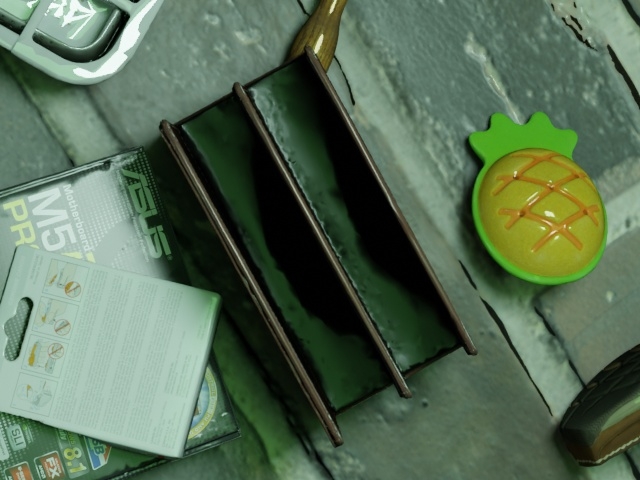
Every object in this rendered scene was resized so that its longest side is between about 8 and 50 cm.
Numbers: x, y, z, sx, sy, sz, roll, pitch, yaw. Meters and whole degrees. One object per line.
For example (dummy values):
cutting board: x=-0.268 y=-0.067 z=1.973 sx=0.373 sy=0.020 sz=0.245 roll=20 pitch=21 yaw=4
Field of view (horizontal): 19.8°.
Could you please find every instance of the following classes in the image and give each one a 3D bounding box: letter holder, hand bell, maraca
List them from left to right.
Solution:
letter holder: x=0.000 y=0.000 z=1.548 sx=0.152 sy=0.214 sz=0.302 roll=-29 pitch=93 yaw=1
hand bell: x=0.020 y=-0.234 z=1.668 sx=0.126 sy=0.126 sz=0.242 roll=21 pitch=91 yaw=-13
maraca: x=0.199 y=-0.041 z=1.693 sx=0.127 sy=0.099 sz=0.186 roll=-1 pitch=60 yaw=-14

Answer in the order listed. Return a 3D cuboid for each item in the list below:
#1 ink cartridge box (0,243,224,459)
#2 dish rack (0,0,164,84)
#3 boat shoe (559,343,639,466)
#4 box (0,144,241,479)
ink cartridge box: x=-0.185 y=0.095 z=1.541 sx=0.179 sy=0.045 sz=0.145 roll=14 pitch=81 yaw=4
dish rack: x=-0.270 y=-0.316 z=1.594 sx=0.333 sy=0.072 sz=0.285 roll=30 pitch=78 yaw=-12
boat shoe: x=0.378 y=0.127 z=1.714 sx=0.324 sy=0.122 sz=0.120 roll=-31 pitch=97 yaw=-16
box: x=-0.213 y=0.078 z=1.576 sx=0.216 sy=0.060 sz=0.270 roll=-18 pitch=90 yaw=-17
